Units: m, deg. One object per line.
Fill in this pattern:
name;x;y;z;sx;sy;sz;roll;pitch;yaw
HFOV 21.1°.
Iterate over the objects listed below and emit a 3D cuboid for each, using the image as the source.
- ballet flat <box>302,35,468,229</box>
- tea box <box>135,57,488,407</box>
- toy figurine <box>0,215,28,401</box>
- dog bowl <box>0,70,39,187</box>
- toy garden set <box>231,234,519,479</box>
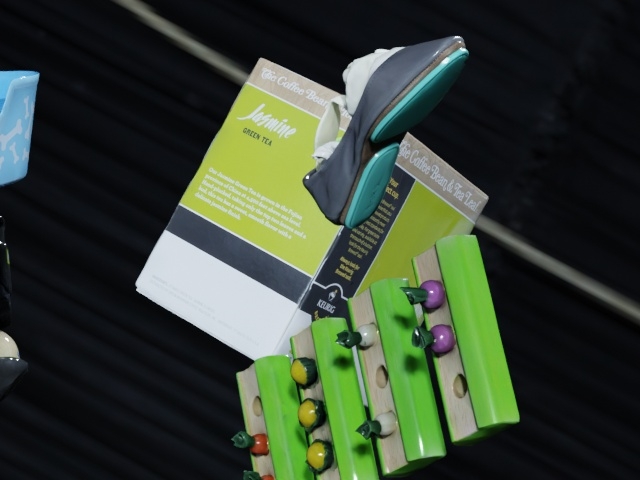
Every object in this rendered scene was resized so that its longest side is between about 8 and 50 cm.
ballet flat;0.037;-0.089;1.235;0.074;0.074;0.203;-54;175;-43
tea box;0.000;0.000;2.122;0.323;0.220;0.329;-60;152;-1
toy figurine;-0.353;0.060;1.324;0.213;0.210;0.148;18;62;-60
dog bowl;-0.293;-0.059;1.096;0.297;0.166;0.074;-30;117;-67
toy garden set;0.021;0.135;0.981;0.244;0.049;0.203;-37;-122;50
